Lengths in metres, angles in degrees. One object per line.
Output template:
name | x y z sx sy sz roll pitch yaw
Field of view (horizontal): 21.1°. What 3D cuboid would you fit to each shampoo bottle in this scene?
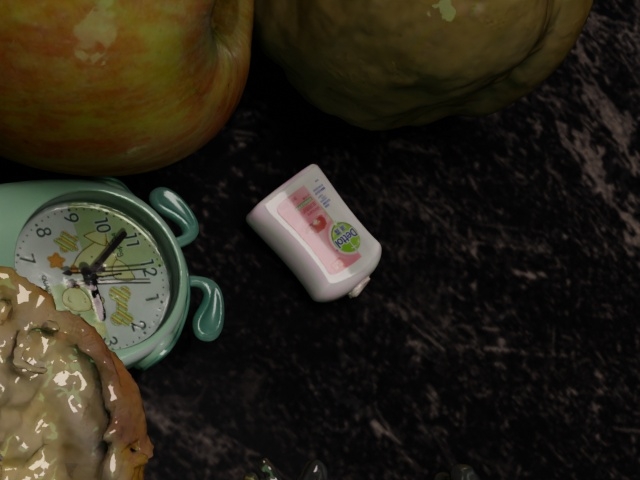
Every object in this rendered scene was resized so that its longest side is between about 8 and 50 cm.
shampoo bottle | 0.000 0.000 1.281 0.072 0.043 0.099 -37 87 -33

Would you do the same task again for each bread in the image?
bread | -0.239 0.134 1.028 0.274 0.149 0.274 -1 92 -12

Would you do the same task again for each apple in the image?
apple | -0.170 -0.172 1.160 0.264 0.264 0.264 10 64 -22

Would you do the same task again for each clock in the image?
clock | -0.160 0.031 1.180 0.188 0.060 0.148 -8 71 -29

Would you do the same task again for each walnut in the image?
walnut | 0.082 -0.221 1.291 0.282 0.277 0.253 -12 78 -41

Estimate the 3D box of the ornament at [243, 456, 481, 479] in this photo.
ornament | 0.006 0.242 1.157 0.236 0.080 0.202 9 61 -25
